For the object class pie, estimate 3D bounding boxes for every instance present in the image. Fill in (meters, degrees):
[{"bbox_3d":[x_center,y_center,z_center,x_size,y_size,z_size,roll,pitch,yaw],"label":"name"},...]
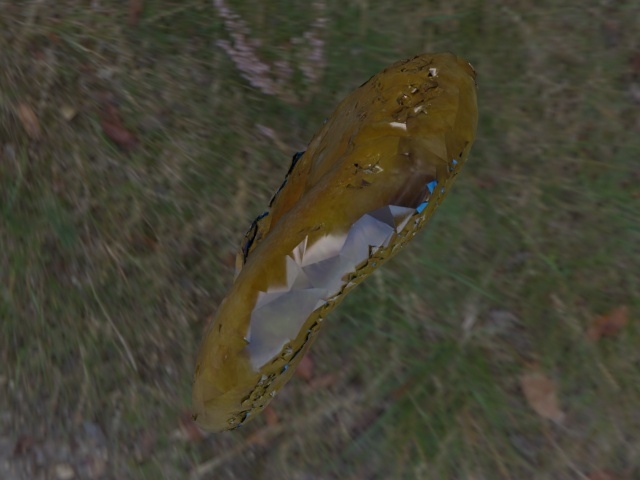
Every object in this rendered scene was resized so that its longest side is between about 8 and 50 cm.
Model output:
[{"bbox_3d":[0.000,-0.001,1.182,0.069,0.273,0.273,36,90,-8],"label":"pie"}]
